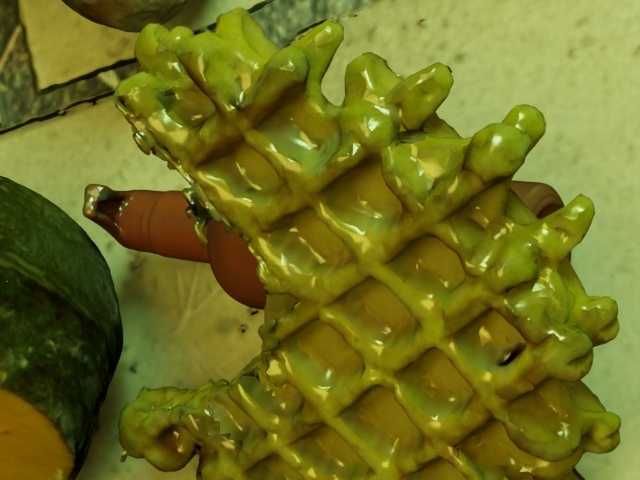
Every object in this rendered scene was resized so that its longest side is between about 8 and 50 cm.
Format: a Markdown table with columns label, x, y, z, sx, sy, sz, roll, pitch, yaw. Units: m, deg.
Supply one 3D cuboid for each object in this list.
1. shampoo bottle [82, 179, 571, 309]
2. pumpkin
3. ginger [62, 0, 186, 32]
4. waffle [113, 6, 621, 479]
| label | x | y | z | sx | sy | sz | roll | pitch | yaw |
| --- | --- | --- | --- | --- | --- | --- | --- | --- | --- |
| shampoo bottle | 0.001 | 0.001 | 0.935 | 0.244 | 0.085 | 0.085 | 7 | 87 | 25 |
| pumpkin | -0.249 | 0.082 | 1.000 | 0.317 | 0.222 | 0.139 | -18 | 49 | 23 |
| ginger | -0.233 | -0.221 | 1.036 | 0.375 | 0.176 | 0.256 | -6 | 97 | 26 |
| waffle | 0.014 | 0.043 | 0.858 | 0.260 | 0.069 | 0.293 | 16 | 129 | 23 |
